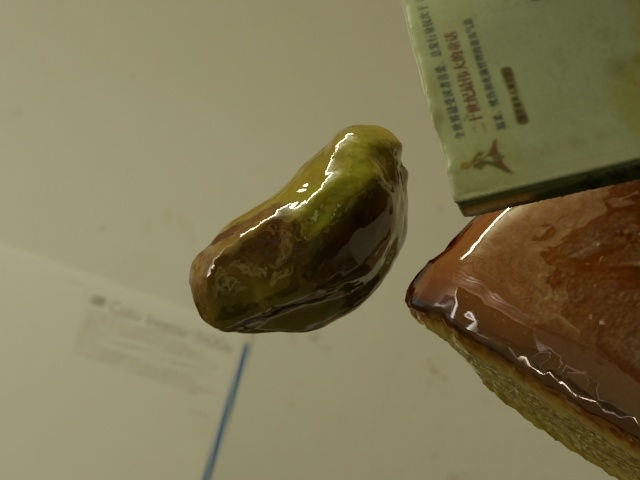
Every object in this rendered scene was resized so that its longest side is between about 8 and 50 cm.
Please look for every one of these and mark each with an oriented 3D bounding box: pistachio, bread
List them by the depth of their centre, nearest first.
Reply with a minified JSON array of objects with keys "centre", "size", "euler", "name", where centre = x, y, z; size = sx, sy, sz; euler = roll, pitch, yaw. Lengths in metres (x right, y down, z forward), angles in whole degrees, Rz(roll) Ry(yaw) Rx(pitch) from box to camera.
[{"centre":[0.270,0.014,0.882],"size":[0.333,0.323,0.143],"euler":[30,-20,42],"name":"bread"},{"centre":[0.000,0.003,1.080],"size":[0.100,0.189,0.110],"euler":[23,-33,44],"name":"pistachio"}]

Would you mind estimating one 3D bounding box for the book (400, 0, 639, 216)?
[{"centre":[0.190,-0.120,0.806],"size":[0.290,0.201,0.026],"euler":[-13,-37,2],"name":"book"}]
